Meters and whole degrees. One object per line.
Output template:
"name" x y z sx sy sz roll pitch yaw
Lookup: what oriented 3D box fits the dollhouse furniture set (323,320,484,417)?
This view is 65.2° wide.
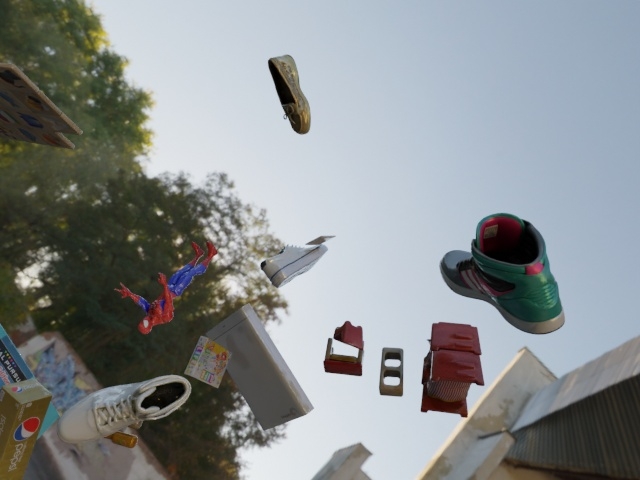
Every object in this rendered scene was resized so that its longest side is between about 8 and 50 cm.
"dollhouse furniture set" 0.188 0.306 1.226 0.375 0.152 0.201 3 -40 8

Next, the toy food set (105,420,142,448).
"toy food set" -0.612 0.521 1.513 0.105 0.111 0.232 10 -49 9

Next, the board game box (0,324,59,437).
"board game box" -0.758 0.285 1.077 0.254 0.079 0.335 -13 -70 22

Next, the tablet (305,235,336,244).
"tablet" 0.000 0.000 1.404 0.083 0.054 0.006 -26 -110 51

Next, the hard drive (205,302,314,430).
"hard drive" -0.191 0.385 1.498 0.233 0.047 0.352 -37 -96 41

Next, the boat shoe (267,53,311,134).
"boat shoe" -0.116 -0.511 1.781 0.105 0.089 0.284 -6 -75 49

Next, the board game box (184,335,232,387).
"board game box" -0.299 0.330 1.347 0.026 0.103 0.154 12 -23 22

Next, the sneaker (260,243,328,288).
"sneaker" -0.068 0.046 1.418 0.091 0.258 0.094 48 -57 10

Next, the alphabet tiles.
"alphabet tiles" -0.594 -0.251 0.844 0.343 0.011 0.285 11 -21 15

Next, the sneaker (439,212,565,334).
"sneaker" 0.303 0.030 0.904 0.295 0.124 0.178 36 -32 61

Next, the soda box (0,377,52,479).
"soda box" -0.534 0.337 0.866 0.058 0.061 0.181 28 -80 22

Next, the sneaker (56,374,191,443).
"sneaker" -0.432 0.364 1.105 0.107 0.293 0.169 69 -25 10

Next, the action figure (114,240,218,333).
"action figure" -0.377 0.091 1.220 0.092 0.280 0.139 -5 -45 35
